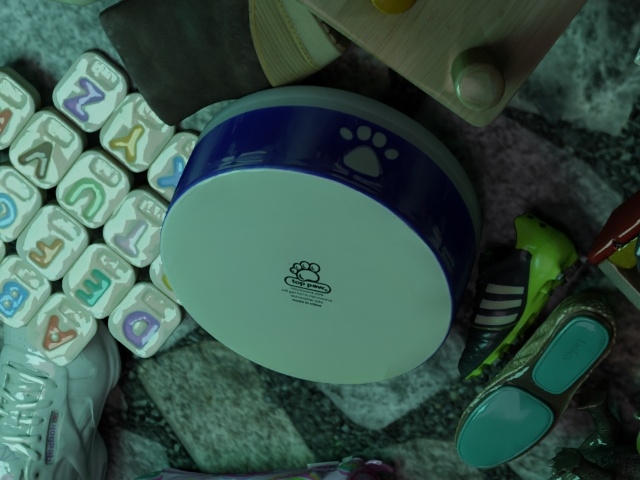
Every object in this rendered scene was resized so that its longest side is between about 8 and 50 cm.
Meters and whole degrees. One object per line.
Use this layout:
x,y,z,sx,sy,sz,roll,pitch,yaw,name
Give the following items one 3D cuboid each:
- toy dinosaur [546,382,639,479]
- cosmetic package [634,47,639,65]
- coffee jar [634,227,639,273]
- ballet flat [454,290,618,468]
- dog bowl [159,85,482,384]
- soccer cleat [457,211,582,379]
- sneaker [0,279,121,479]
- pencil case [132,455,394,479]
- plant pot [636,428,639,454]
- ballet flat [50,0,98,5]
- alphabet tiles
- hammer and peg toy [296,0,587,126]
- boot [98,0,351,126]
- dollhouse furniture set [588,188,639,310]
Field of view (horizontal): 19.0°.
0.293,0.218,1.684,0.313,0.121,0.160,-6,135,19,toy dinosaur
0.277,-0.168,1.413,0.041,0.115,0.060,30,128,8,cosmetic package
0.304,0.018,1.288,0.184,0.096,0.079,25,115,5,coffee jar
0.193,0.121,1.673,0.073,0.067,0.206,38,121,-6,ballet flat
0.000,0.000,1.636,0.265,0.104,0.265,11,137,11,dog bowl
0.160,0.049,1.662,0.072,0.060,0.179,43,129,16,soccer cleat
-0.276,0.178,1.904,0.114,0.152,0.305,16,125,20,sneaker
-0.059,0.278,1.886,0.284,0.124,0.124,-8,117,30,pencil case
0.442,0.169,1.430,0.353,0.366,0.366,37,131,15,plant pot
-0.254,-0.310,1.621,0.086,0.086,0.248,-7,118,31,ballet flat
-0.229,-0.025,1.777,0.284,0.021,0.278,40,113,-2,alphabet tiles
0.119,-0.294,1.367,0.266,0.127,0.361,33,106,-10,hammer and peg toy
-0.111,-0.218,1.594,0.207,0.090,0.248,-16,116,32,boot
0.332,-0.130,1.366,0.152,0.201,0.374,43,136,-5,dollhouse furniture set
